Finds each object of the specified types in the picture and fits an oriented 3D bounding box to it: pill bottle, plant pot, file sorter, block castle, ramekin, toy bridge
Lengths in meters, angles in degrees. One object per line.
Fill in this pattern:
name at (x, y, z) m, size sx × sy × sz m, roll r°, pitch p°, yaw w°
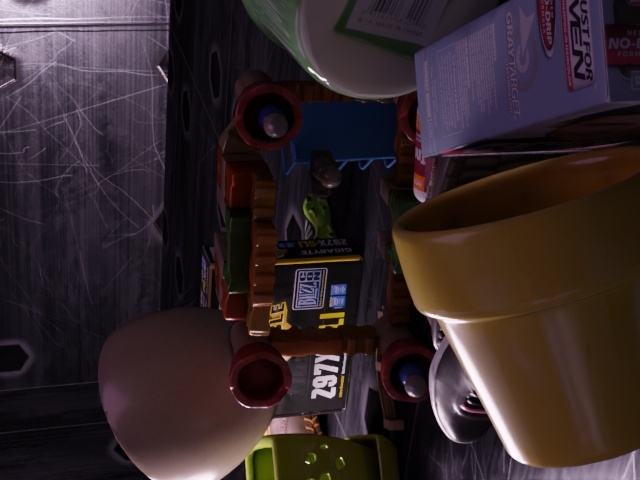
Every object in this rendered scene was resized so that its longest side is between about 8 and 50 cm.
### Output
pill bottle at (0.158, -0.093, 1.533) m, size 0.086 × 0.086 × 0.152 m, roll -135°, pitch 44°, yaw -67°
plant pot at (0.217, 0.063, 1.126) m, size 0.254 × 0.254 × 0.239 m, roll -166°, pitch 56°, yaw -73°
file sorter at (0.027, -0.162, 1.827) m, size 0.104 × 0.170 × 0.118 m, roll 135°, pitch 129°, yaw -72°
block castle at (0.019, -0.002, 1.662) m, size 0.213 × 0.303 × 0.453 m, roll -115°, pitch 26°, yaw -66°
ramekin at (0.067, -0.311, 1.441) m, size 0.148 × 0.303 × 0.303 m, roll -122°, pitch 31°, yaw -45°
plant pot at (0.009, 0.411, 1.955) m, size 0.227 × 0.207 × 0.228 m, roll 143°, pitch 121°, yaw -72°
toy bridge at (0.103, 0.193, 1.903) m, size 0.063 × 0.026 × 0.188 m, roll 179°, pitch 88°, yaw -75°
plant pot at (-0.167, 0.213, 1.880) m, size 0.191 × 0.284 × 0.284 m, roll -30°, pitch 57°, yaw 28°

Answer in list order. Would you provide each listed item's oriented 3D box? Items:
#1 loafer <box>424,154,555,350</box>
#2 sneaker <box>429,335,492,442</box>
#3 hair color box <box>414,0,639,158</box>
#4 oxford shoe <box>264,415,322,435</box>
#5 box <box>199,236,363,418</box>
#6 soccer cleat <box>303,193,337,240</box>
loafer at (0.166, -0.033, 1.430) m, size 0.130 × 0.134 × 0.366 m, roll -114°, pitch 26°, yaw -50°
sneaker at (0.201, 0.157, 1.402) m, size 0.147 × 0.105 × 0.295 m, roll -105°, pitch 23°, yaw -50°
hair color box at (0.233, -0.146, 1.075) m, size 0.374 × 0.185 × 0.113 m, roll 169°, pitch 97°, yaw -74°
oxford shoe at (-0.036, 0.340, 2.328) m, size 0.133 × 0.130 × 0.363 m, roll 16°, pitch 104°, yaw 39°
box at (-0.074, 0.153, 2.095) m, size 0.079 × 0.257 × 0.322 m, roll -120°, pitch 31°, yaw -55°
soccer cleat at (0.000, 0.000, 2.179) m, size 0.072 × 0.060 × 0.179 m, roll 93°, pitch 172°, yaw -57°
